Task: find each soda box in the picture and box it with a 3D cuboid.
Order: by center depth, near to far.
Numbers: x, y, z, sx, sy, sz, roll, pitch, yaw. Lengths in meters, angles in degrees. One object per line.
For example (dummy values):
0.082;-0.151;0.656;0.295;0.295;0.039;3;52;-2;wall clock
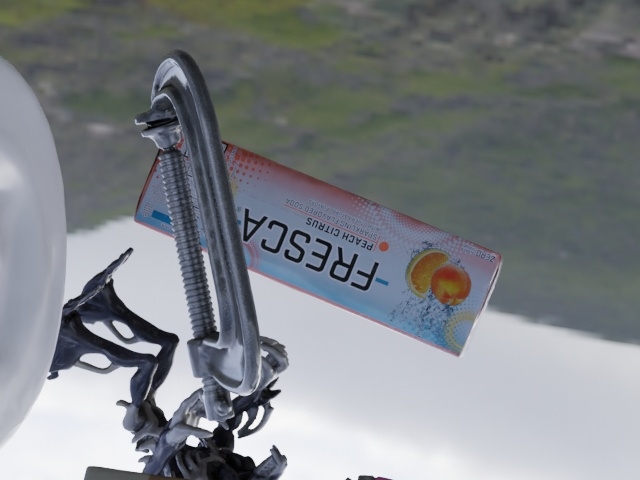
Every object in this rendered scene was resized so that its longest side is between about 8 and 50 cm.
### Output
0.000;0.000;0.987;0.183;0.058;0.063;23;180;7;soda box

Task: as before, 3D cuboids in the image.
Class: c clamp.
-0.052;0.002;0.787;0.022;0.160;0.137;-11;-172;-14;c clamp

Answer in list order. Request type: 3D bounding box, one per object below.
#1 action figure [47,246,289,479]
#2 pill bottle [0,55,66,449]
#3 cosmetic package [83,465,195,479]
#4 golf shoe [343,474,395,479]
-0.104;0.141;1.578;0.275;0.141;0.164;49;-155;-4;action figure
-0.284;0.002;0.817;0.319;0.176;0.176;2;-175;16;pill bottle
-0.002;0.091;0.436;0.115;0.060;0.041;9;-140;-5;cosmetic package
0.017;0.222;1.151;0.068;0.186;0.086;11;-131;6;golf shoe
